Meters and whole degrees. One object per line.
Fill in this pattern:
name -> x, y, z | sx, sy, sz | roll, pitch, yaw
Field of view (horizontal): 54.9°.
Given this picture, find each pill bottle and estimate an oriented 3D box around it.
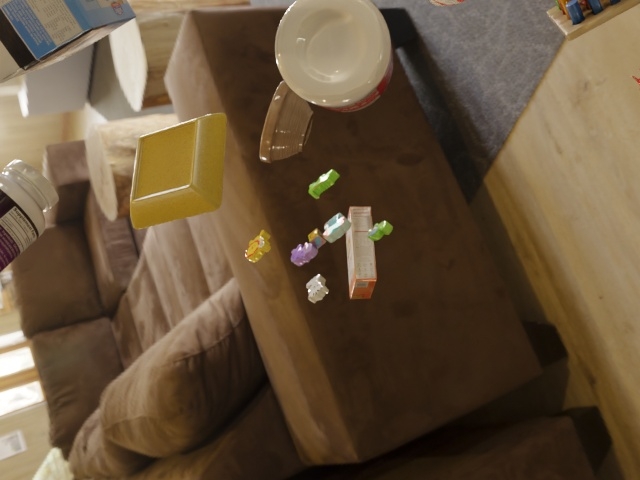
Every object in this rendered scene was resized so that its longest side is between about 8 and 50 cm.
pill bottle -> 0.048, -0.405, 1.376 | 0.407, 0.229, 0.228 | -48, -52, -77
pill bottle -> -0.708, -0.019, 1.274 | 0.182, 0.323, 0.181 | 25, 148, 17

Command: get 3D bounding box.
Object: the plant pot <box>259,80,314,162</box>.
plant pot -> -0.087, -0.328, 1.767 | 0.237, 0.110, 0.237 | 17, -90, -87

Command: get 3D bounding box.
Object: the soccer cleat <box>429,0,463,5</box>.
soccer cleat -> 0.273, -0.678, 1.558 | 0.116, 0.318, 0.108 | 16, 98, 44

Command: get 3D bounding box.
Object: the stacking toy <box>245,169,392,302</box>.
stacking toy -> 0.000, 0.000, 1.098 | 0.221, 0.167, 0.052 | -41, 31, 18

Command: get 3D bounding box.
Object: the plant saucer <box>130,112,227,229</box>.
plant saucer -> -0.449, -0.224, 1.866 | 0.333, 0.081, 0.332 | -11, 66, 25

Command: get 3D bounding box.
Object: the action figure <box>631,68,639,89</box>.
action figure -> 0.645, -0.290, 1.037 | 0.139, 0.280, 0.091 | 44, 173, -24

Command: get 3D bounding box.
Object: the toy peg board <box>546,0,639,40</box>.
toy peg board -> 0.480, -0.446, 1.078 | 0.079, 0.161, 0.160 | 52, -156, -25

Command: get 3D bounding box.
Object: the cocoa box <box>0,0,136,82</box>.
cocoa box -> -0.573, -0.503, 1.278 | 0.231, 0.228, 0.347 | 60, -170, -22

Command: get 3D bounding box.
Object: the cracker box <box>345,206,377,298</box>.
cracker box -> 0.116, 0.037, 1.797 | 0.155, 0.067, 0.232 | 95, 174, -64
